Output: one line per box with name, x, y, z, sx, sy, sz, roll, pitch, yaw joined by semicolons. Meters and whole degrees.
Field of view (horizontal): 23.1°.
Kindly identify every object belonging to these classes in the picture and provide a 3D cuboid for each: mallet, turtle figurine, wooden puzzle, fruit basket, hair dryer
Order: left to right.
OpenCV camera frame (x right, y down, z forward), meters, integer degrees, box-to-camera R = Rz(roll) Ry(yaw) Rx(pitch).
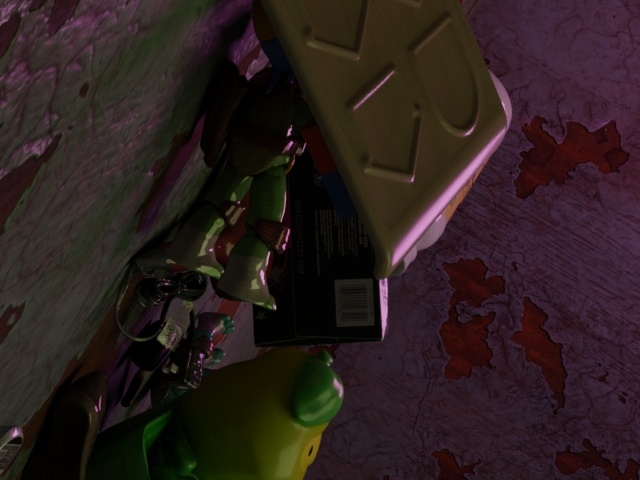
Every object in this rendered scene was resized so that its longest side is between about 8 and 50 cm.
mallet;-0.234;0.174;2.008;0.062;0.039;0.190;-55;178;-43
turtle figurine;-0.187;0.220;2.259;0.175;0.118;0.234;-44;-159;41
hair dryer;-0.116;0.014;1.741;0.224;0.080;0.294;67;41;-60
fruit basket;-0.127;0.289;1.924;0.392;0.392;0.283;-29;107;-79
turtle figurine;-0.027;-0.069;1.606;0.266;0.197;0.274;-65;172;4
wooden puzzle;0.049;-0.179;1.491;0.080;0.348;0.322;-9;-158;32

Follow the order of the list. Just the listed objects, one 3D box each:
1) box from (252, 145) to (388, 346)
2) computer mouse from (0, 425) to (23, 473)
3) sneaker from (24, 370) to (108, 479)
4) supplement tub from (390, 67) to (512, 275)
box;0.000;0.000;1.911;0.142;0.163;0.247;-12;99;-85
computer mouse;-0.333;0.231;1.369;0.193;0.042;0.106;-52;170;-5
sneaker;-0.273;0.224;1.738;0.188;0.066;0.071;-62;175;38
supplement tub;0.131;-0.134;2.487;0.331;0.241;0.241;-57;175;-20
